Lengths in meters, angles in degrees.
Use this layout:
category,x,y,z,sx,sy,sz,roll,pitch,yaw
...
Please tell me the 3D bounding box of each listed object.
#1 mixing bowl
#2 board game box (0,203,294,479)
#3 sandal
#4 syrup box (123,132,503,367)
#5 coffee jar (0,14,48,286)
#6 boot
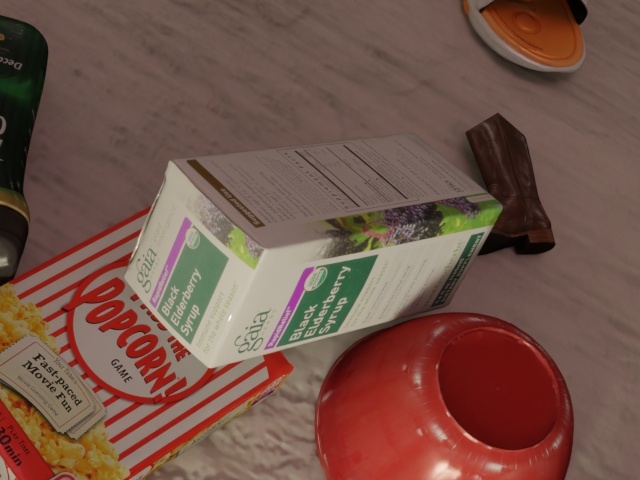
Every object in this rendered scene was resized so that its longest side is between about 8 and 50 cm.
category,x,y,z,sx,sy,sz,roll,pitch,yaw
mixing bowl,0.097,0.115,0.925,0.181,0.098,0.181,11,56,-17
board game box,-0.136,0.078,0.884,0.193,0.045,0.146,-32,76,-34
sandal,0.166,-0.263,1.193,0.102,0.076,0.265,-1,61,-22
syrup box,0.000,0.000,0.903,0.237,0.093,0.096,-11,45,-48
coffee jar,-0.231,-0.057,0.906,0.096,0.079,0.184,9,58,-17
boot,0.124,-0.046,1.070,0.106,0.037,0.114,6,61,-34
